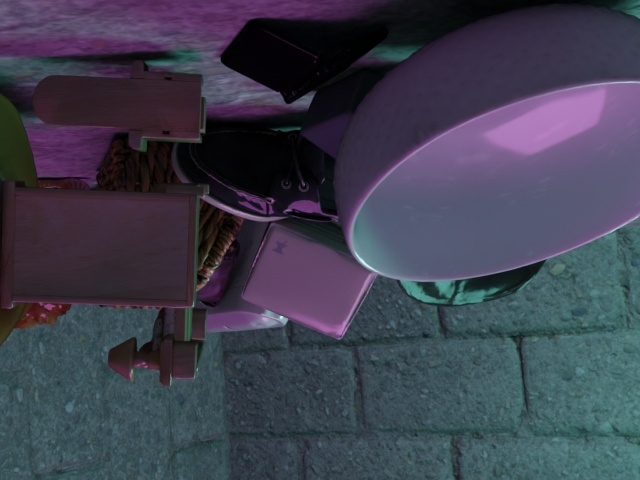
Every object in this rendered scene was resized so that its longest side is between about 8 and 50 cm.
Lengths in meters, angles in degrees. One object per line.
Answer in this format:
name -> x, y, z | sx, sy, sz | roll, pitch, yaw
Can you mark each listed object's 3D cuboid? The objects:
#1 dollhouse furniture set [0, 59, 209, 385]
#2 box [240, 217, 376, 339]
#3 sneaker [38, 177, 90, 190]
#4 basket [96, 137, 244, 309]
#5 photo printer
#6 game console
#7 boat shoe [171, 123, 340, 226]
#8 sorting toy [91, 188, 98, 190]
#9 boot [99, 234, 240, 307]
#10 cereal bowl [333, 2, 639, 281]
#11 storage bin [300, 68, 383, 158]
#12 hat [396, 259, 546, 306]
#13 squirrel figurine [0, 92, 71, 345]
dollhouse furniture set -> -0.208, -0.019, 1.081 | 0.174, 0.303, 0.355 | 3, -177, -4
box -> 0.000, 0.000, 1.382 | 0.149, 0.126, 0.232 | 24, -150, -3
sneaker -> -0.390, -0.081, 1.542 | 0.083, 0.031, 0.037 | 3, -174, -25
basket -> -0.181, -0.014, 1.392 | 0.223, 0.213, 0.299 | -2, 175, -18
photo printer -> -0.117, 0.034, 1.811 | 0.107, 0.255, 0.308 | 21, 163, -25
game console -> -0.016, -0.172, 0.910 | 0.107, 0.071, 0.122 | -34, -174, -18
boat shoe -> -0.004, -0.081, 1.234 | 0.340, 0.127, 0.113 | 19, 151, -20
sorting toy -> -0.338, -0.055, 1.644 | 0.083, 0.045, 0.075 | 35, 136, -6
boot -> -0.240, 0.006, 1.653 | 0.229, 0.091, 0.262 | -3, 130, -26
cereal bowl -> 0.167, -0.097, 0.916 | 0.339, 0.141, 0.339 | -12, 156, -5
storage bin -> 0.048, -0.129, 1.071 | 0.091, 0.098, 0.135 | 29, 160, -24
hat -> 0.224, -0.049, 1.555 | 0.331, 0.331, 0.134 | -1, -149, -33
squirrel figurine -> -0.459, -0.006, 1.016 | 0.371, 0.280, 0.397 | 1, 174, 14
